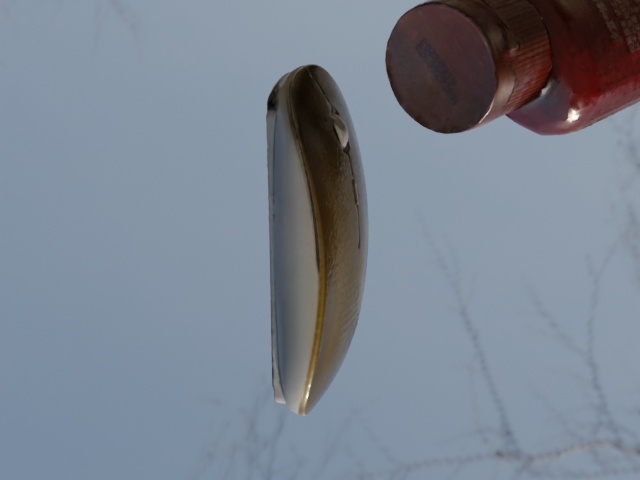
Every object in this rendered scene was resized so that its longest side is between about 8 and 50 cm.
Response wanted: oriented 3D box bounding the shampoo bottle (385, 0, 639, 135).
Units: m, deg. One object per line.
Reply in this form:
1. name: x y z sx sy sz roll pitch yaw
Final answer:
1. shampoo bottle: 0.152 -0.128 1.062 0.314 0.076 0.118 -26 -97 -49

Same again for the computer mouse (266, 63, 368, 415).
1. computer mouse: 0.000 0.000 1.311 0.056 0.245 0.126 2 -166 15
